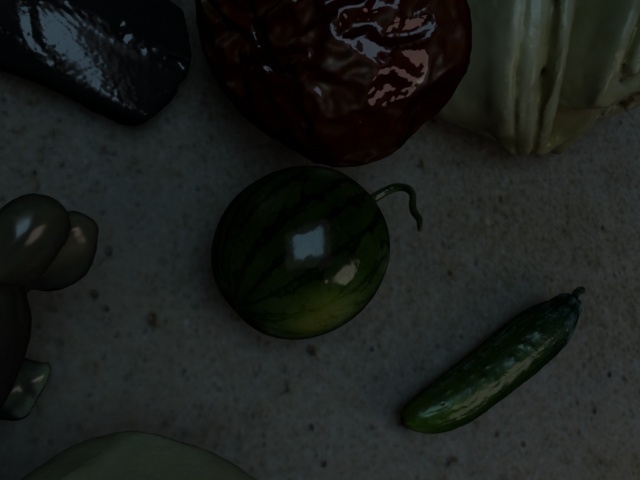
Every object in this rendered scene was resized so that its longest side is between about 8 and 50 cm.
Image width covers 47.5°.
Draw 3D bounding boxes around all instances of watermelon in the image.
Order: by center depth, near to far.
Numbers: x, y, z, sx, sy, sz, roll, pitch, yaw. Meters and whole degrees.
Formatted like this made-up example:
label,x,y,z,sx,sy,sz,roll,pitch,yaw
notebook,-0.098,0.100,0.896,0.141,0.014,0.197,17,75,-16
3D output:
label,x,y,z,sx,sy,sz,roll,pitch,yaw
watermelon,0.000,0.000,0.614,0.187,0.141,0.140,-33,91,-26

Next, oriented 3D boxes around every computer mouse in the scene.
label,x,y,z,sx,sy,sz,roll,pitch,yaw
computer mouse,-0.215,-0.181,0.610,0.217,0.073,0.121,20,72,-16

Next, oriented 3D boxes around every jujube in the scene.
label,x,y,z,sx,sy,sz,roll,pitch,yaw
jujube,0.008,-0.186,0.610,0.213,0.213,0.232,-39,76,-23

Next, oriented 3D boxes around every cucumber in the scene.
label,x,y,z,sx,sy,sz,roll,pitch,yaw
cucumber,0.179,0.115,0.698,0.250,0.056,0.056,-31,90,-21

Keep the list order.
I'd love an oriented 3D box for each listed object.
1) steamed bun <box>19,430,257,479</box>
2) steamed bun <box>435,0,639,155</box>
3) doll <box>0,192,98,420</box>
label,x,y,z,sx,sy,sz,roll,pitch,yaw
steamed bun,-0.102,0.323,0.413,0.352,0.247,0.339,-49,121,-33
steamed bun,0.237,-0.231,0.715,0.289,0.203,0.275,5,77,-18
doll,-0.367,0.057,0.413,0.383,0.252,0.378,21,71,-8
